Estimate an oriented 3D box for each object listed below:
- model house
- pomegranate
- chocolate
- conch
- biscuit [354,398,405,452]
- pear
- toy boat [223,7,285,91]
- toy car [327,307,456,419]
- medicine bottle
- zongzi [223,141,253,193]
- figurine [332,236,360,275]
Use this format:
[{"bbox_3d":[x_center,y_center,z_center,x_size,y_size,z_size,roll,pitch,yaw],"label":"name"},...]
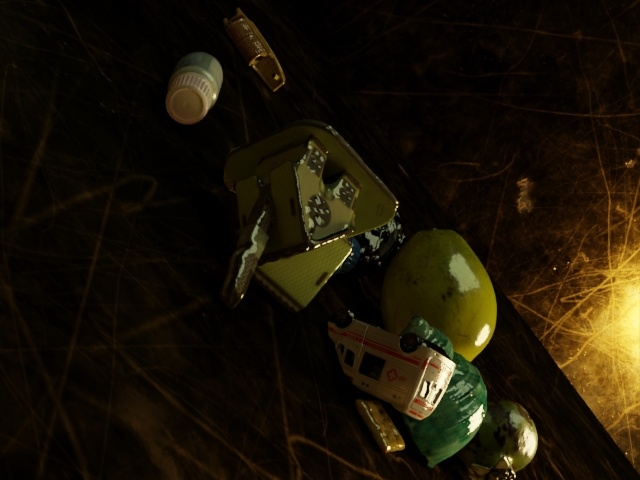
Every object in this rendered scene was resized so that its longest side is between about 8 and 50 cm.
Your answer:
[{"bbox_3d":[-0.043,0.019,1.170,0.218,0.205,0.278,43,47,-30],"label":"model house"},{"bbox_3d":[0.284,0.340,1.440,0.148,0.148,0.169,50,40,-9],"label":"pomegranate"},{"bbox_3d":[0.078,0.009,1.591,0.156,0.156,0.133,49,32,-14],"label":"chocolate"},{"bbox_3d":[0.172,0.221,1.341,0.202,0.134,0.196,54,13,4],"label":"conch"},{"bbox_3d":[0.084,0.258,1.210,0.083,0.018,0.081,59,15,22],"label":"biscuit"},{"bbox_3d":[0.209,0.110,1.559,0.212,0.212,0.269,11,79,-69],"label":"pear"},{"bbox_3d":[-0.162,-0.464,2.111,0.226,0.068,0.088,57,19,7],"label":"toy boat"},{"bbox_3d":[0.087,0.176,1.255,0.210,0.108,0.089,18,-9,42],"label":"toy car"},{"bbox_3d":[-0.204,-0.246,1.395,0.083,0.083,0.203,48,14,-18],"label":"medicine bottle"},{"bbox_3d":[-0.106,-0.115,1.418,0.197,0.099,0.194,24,7,41],"label":"zongzi"},{"bbox_3d":[0.000,0.000,1.487,0.149,0.086,0.087,40,-9,-5],"label":"figurine"}]
